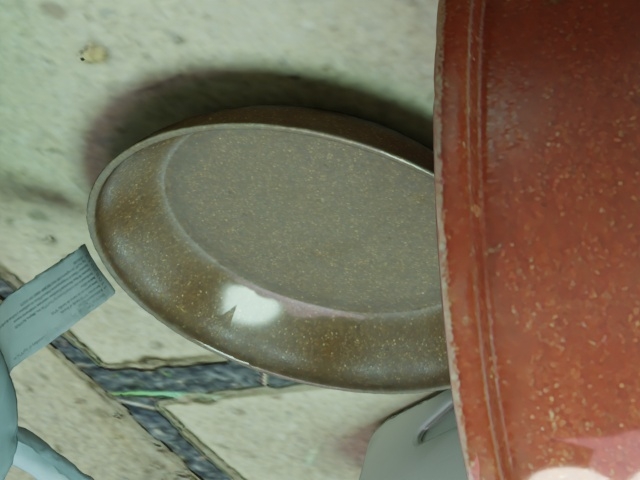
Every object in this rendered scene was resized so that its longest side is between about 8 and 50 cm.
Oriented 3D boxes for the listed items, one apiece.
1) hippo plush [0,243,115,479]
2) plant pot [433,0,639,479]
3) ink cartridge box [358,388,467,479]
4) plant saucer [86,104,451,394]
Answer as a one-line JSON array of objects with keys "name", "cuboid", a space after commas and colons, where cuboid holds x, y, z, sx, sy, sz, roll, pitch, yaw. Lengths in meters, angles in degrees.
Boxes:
[{"name": "hippo plush", "cuboid": [-0.249, 0.033, 0.768, 0.237, 0.294, 0.234, 11, 109, 17]}, {"name": "plant pot", "cuboid": [0.197, 0.005, 0.575, 0.265, 0.272, 0.272, -7, 142, 18]}, {"name": "ink cartridge box", "cuboid": [0.142, 0.154, 0.956, 0.218, 0.092, 0.158, 31, 144, -19]}, {"name": "plant saucer", "cuboid": [0.000, 0.000, 0.834, 0.199, 0.036, 0.198, 12, 148, 8]}]
